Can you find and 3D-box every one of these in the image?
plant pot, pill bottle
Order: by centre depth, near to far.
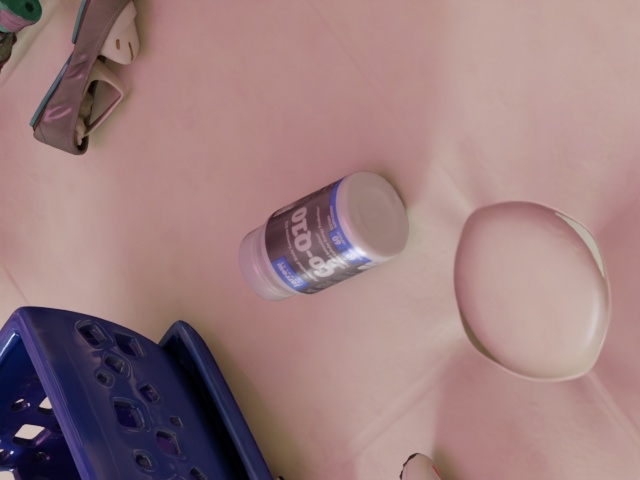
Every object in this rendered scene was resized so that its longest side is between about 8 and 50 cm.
[{"bbox_3d":[0.000,0.000,1.617,0.137,0.078,0.078,-26,86,41],"label":"pill bottle"},{"bbox_3d":[-0.187,0.213,1.724,0.236,0.212,0.236,-54,53,36],"label":"plant pot"}]

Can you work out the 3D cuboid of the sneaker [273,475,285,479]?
[{"bbox_3d":[-0.031,0.241,1.741,0.119,0.047,0.057,4,94,37],"label":"sneaker"}]

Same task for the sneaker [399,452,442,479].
[{"bbox_3d":[0.124,0.245,1.612,0.075,0.057,0.161,-22,87,25],"label":"sneaker"}]

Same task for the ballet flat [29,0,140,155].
[{"bbox_3d":[-0.197,-0.165,1.751,0.068,0.072,0.213,28,124,-1],"label":"ballet flat"}]

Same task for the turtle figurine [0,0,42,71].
[{"bbox_3d":[-0.332,-0.206,1.813,0.234,0.118,0.175,-22,48,40],"label":"turtle figurine"}]
